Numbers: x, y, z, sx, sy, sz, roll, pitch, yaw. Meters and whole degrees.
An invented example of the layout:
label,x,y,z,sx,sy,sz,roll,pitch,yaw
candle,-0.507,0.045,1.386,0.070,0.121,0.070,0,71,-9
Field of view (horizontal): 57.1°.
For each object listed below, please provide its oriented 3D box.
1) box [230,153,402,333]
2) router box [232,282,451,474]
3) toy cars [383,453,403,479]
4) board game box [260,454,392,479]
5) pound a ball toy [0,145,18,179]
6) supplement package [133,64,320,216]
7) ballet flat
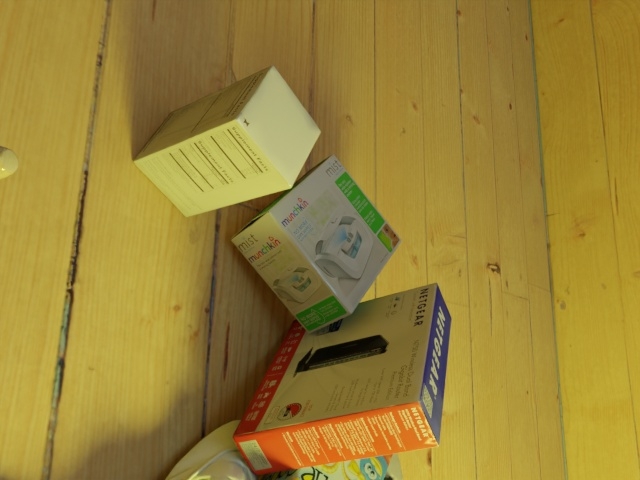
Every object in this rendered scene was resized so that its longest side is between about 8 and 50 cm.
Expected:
label,x,y,z,sx,sy,sz,roll,pitch,yaw
box,0.000,0.000,1.118,0.231,0.127,0.262,52,40,-7
router box,0.054,0.217,0.977,0.082,0.301,0.335,65,23,-17
toy cars,0.016,0.483,1.103,0.176,0.087,0.393,52,36,7
board game box,0.000,0.396,0.972,0.142,0.144,0.275,45,36,-4
pound a ball toy,-0.489,-0.206,0.633,0.208,0.135,0.319,-36,112,-76
supplement package,-0.147,-0.147,0.922,0.134,0.244,0.139,51,47,-31
ballet flat,-0.186,0.397,0.841,0.400,0.139,0.139,-27,102,-51
